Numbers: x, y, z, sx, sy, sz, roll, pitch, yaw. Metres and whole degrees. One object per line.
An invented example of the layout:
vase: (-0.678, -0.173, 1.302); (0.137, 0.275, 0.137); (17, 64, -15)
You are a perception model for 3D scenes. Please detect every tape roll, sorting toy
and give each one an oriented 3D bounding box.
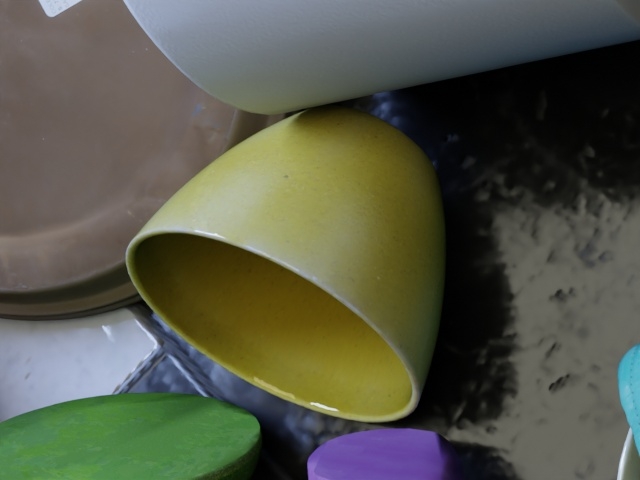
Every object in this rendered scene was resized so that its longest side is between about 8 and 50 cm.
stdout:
tape roll: (0.029, -0.181, 0.618); (0.169, 0.246, 0.246); (-10, 76, 28)
sorting toy: (-0.108, 0.140, 0.710); (0.366, 0.127, 0.126); (2, 104, 23)

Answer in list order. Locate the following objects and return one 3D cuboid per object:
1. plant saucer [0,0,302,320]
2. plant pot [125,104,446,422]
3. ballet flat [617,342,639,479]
plant saucer: (-0.143, -0.095, 0.732); (0.278, 0.041, 0.277); (2, 101, 11)
plant pot: (0.000, 0.000, 0.679); (0.134, 0.134, 0.095); (18, 63, 22)
ballet flat: (0.159, 0.146, 0.618); (0.087, 0.083, 0.247); (-18, 72, 42)
